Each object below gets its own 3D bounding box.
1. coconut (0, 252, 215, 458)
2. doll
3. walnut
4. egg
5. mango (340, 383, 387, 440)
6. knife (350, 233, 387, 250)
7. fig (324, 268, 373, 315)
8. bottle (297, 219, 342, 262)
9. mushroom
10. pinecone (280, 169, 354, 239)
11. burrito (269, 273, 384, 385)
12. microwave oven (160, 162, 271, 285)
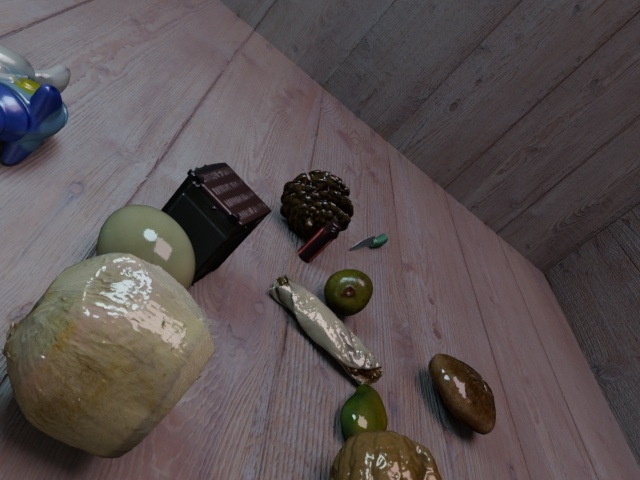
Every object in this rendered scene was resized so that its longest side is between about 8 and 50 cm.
[{"bbox_3d":[-0.329,0.162,0.833,0.254,0.297,0.297,43,27,-9],"label":"coconut"},{"bbox_3d":[-0.681,-0.301,1.140,0.376,0.187,0.366,-17,54,-36],"label":"doll"},{"bbox_3d":[0.126,0.516,1.071,0.257,0.257,0.225,-104,172,-45],"label":"walnut"},{"bbox_3d":[-0.357,0.031,1.094,0.186,0.186,0.242,5,46,-53],"label":"egg"},{"bbox_3d":[0.113,0.431,1.315,0.122,0.085,0.191,47,27,10],"label":"mango"},{"bbox_3d":[0.190,0.006,2.043,0.035,0.063,0.260,49,27,18],"label":"knife"},{"bbox_3d":[0.078,0.161,1.627,0.147,0.186,0.142,29,69,11],"label":"fig"},{"bbox_3d":[0.000,0.000,1.667,0.060,0.164,0.060,34,29,-22],"label":"bottle"},{"bbox_3d":[0.444,0.467,1.669,0.278,0.146,0.278,41,21,-19],"label":"mushroom"},{"bbox_3d":[-0.015,-0.120,1.765,0.243,0.243,0.257,33,15,-24],"label":"pinecone"},{"bbox_3d":[0.015,0.244,1.453,0.392,0.076,0.117,45,33,4],"label":"burrito"},{"bbox_3d":[-0.276,-0.041,1.252,0.188,0.247,0.178,46,24,-1],"label":"microwave oven"}]
